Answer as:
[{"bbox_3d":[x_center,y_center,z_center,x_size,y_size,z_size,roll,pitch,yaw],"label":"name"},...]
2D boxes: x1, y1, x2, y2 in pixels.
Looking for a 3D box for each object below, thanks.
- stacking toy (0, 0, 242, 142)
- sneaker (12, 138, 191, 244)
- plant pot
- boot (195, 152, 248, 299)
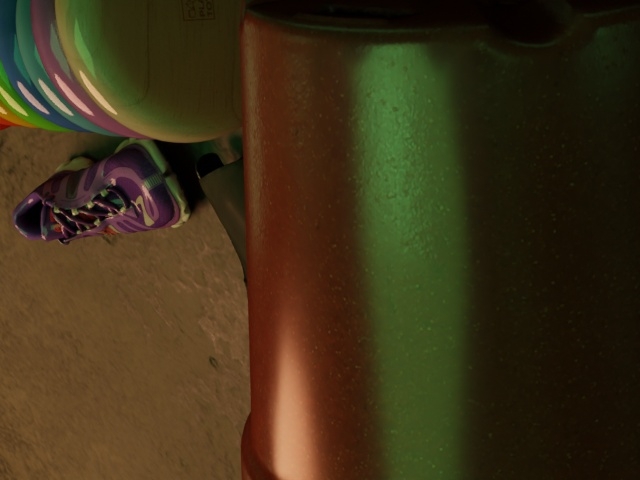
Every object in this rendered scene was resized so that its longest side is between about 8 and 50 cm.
[{"bbox_3d":[-0.158,-0.123,0.914,0.330,0.141,0.141,1,119,54],"label":"stacking toy"},{"bbox_3d":[-0.149,-0.022,1.019,0.170,0.071,0.068,-13,108,51],"label":"sneaker"},{"bbox_3d":[0.079,0.014,0.646,0.272,0.272,0.265,13,118,42],"label":"plant pot"},{"bbox_3d":[0.000,0.000,0.873,0.198,0.077,0.137,-15,102,51],"label":"boot"}]
